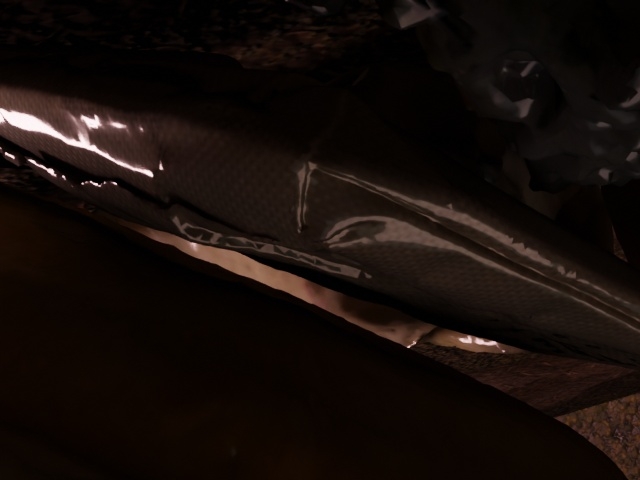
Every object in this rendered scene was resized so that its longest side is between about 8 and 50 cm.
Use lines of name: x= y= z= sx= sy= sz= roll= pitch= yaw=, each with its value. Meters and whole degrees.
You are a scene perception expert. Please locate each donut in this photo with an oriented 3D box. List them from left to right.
donut: x=-0.047 y=0.115 z=0.858 sx=0.448 sy=0.198 sz=0.449 roll=21 pitch=180 yaw=0

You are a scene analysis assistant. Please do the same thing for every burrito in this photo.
burrito: x=0.018 y=-0.005 z=1.061 sx=0.332 sy=0.190 sz=0.135 roll=-25 pitch=-160 yaw=50

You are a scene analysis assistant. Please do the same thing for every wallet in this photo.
wallet: x=0.002 y=-0.002 z=0.752 sx=0.275 sy=0.068 sz=0.335 roll=30 pitch=171 yaw=-39

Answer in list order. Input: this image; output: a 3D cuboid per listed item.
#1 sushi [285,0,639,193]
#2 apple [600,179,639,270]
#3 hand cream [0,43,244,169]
sushi: x=0.122 y=-0.111 z=0.617 sx=0.274 sy=0.184 sz=0.139 roll=-11 pitch=165 yaw=1
apple: x=0.264 y=-0.056 z=0.791 sx=0.299 sy=0.299 sz=0.275 roll=-24 pitch=145 yaw=38
hand cream: x=-0.135 y=-0.059 z=0.867 sx=0.276 sy=0.059 sz=0.095 roll=0 pitch=156 yaw=-34
